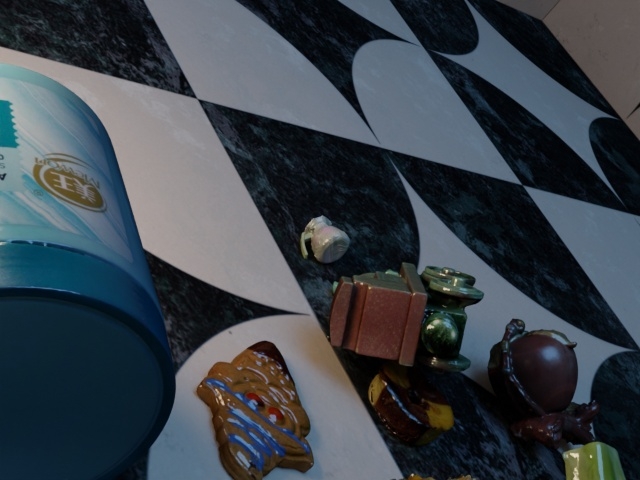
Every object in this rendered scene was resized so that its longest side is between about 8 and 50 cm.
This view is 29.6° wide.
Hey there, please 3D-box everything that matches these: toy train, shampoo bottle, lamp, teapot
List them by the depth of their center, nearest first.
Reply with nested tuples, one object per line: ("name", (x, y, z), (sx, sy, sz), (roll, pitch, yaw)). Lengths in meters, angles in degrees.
("shampoo bottle", (-0.336, 0.044, 1.202), (0.331, 0.331, 0.343), (20, 33, -35))
("toy train", (0.125, 0.108, 1.861), (0.221, 0.150, 0.304), (10, 7, 0))
("teapot", (0.000, 0.000, 1.999), (0.083, 0.064, 0.064), (-21, 52, -25))
("lamp", (0.366, 0.241, 2.034), (0.215, 0.151, 0.223), (-1, 91, -45))

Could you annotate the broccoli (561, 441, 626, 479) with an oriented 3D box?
("broccoli", (0.424, 0.425, 1.569), (0.375, 0.249, 0.302), (46, 54, -48))

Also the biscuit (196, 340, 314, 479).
("biscuit", (-0.078, 0.220, 1.599), (0.183, 0.043, 0.280), (37, 30, -15))

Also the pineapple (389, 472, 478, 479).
("pineapple", (0.122, 0.365, 1.511), (0.139, 0.164, 0.250), (11, 42, -32))

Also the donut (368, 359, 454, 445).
("donut", (0.130, 0.242, 1.802), (0.140, 0.059, 0.140), (30, 28, -18))
